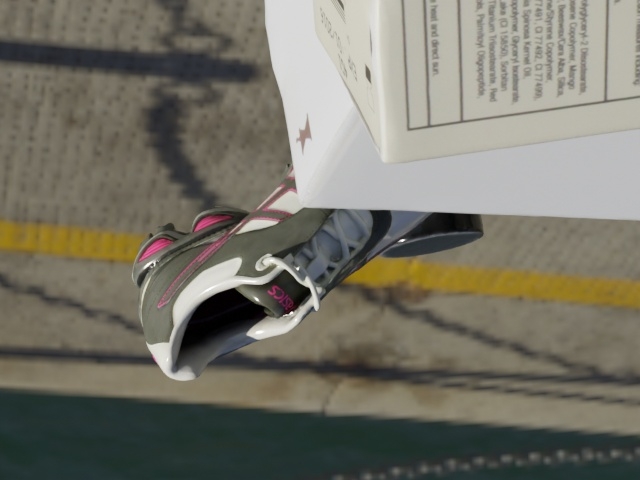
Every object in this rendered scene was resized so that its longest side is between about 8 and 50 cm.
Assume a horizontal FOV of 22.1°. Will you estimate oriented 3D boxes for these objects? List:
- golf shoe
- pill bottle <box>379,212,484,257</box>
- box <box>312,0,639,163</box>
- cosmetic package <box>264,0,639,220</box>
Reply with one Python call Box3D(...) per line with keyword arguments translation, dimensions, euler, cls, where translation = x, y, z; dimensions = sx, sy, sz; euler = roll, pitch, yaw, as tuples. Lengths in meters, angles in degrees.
Box3D(translation=(0.000, 0.000, 1.073), dimensions=(0.273, 0.120, 0.105), euler=(-35, 119, 14), cls="golf shoe")
Box3D(translation=(0.075, -0.101, 1.421), dimensions=(0.122, 0.219, 0.123), euler=(-11, 170, -2), cls="pill bottle")
Box3D(translation=(0.116, -0.133, 0.596), dimensions=(0.232, 0.127, 0.149), euler=(-8, 119, -8), cls="box")
Box3D(translation=(0.204, -0.146, 1.022), dimensions=(0.453, 0.230, 0.161), euler=(1, 151, -20), cls="cosmetic package")
